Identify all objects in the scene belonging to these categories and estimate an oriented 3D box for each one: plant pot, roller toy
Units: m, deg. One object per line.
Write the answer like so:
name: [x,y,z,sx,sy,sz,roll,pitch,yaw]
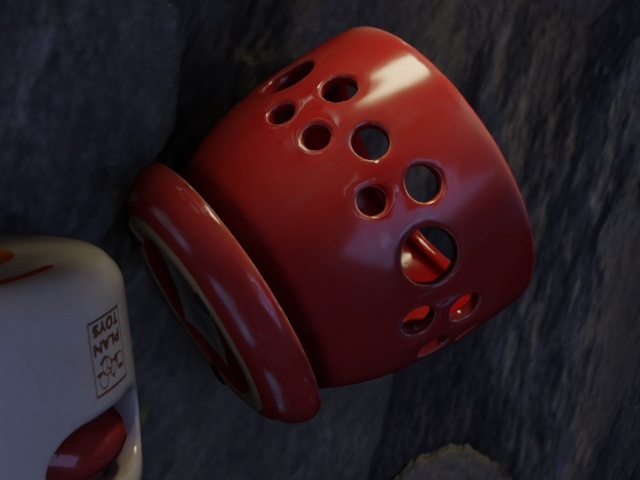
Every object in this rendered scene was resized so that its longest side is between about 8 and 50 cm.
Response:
plant pot: [0.000,0.000,0.631,0.174,0.191,0.191,-35,115,-17]
roller toy: [-0.184,0.070,0.530,0.209,0.191,0.146,-10,103,-29]
